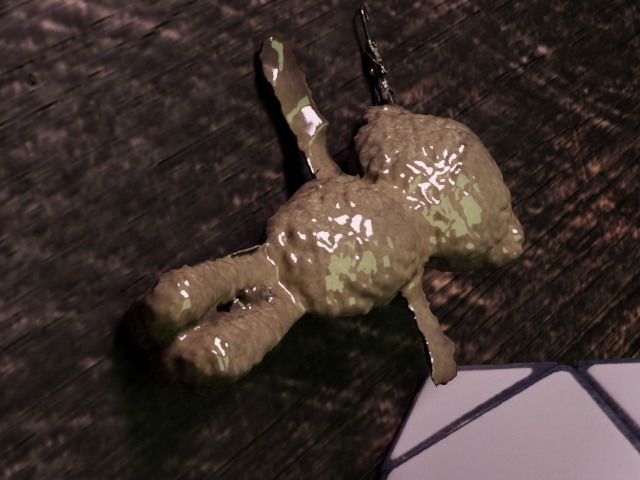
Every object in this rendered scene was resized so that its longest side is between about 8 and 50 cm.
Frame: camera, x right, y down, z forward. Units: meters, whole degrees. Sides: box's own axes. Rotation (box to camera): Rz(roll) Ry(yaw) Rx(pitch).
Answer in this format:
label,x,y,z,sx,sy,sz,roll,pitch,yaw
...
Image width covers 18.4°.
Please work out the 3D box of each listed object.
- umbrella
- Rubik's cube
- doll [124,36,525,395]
label,x,y,z,sx,sy,sz,roll,pitch,yaw
umbrella,0.040,-0.087,1.217,0.022,0.013,0.122,-59,134,-70
Rubik's cube,0.153,0.209,1.173,0.205,0.205,0.207,62,40,-30
doll,0.013,0.012,1.101,0.202,0.091,0.286,32,41,-11
